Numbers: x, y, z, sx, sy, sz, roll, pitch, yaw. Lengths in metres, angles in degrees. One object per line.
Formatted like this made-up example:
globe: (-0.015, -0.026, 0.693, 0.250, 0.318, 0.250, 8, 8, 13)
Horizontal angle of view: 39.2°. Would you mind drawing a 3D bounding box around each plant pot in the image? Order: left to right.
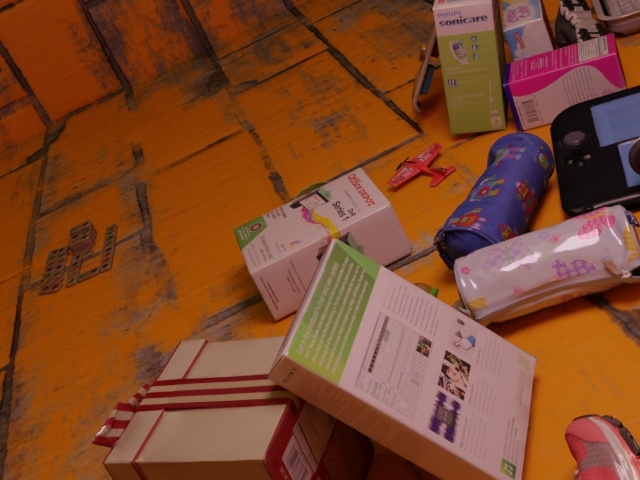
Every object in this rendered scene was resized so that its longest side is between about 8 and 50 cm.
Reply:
plant pot: (0.001, -0.064, 1.801, 0.083, 0.079, 0.083, -20, 29, 12)

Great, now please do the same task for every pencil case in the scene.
pencil case: (0.293, -0.056, 1.506, 0.133, 0.119, 0.306, -15, 28, 42)
pencil case: (0.332, 0.044, 1.308, 0.273, 0.113, 0.124, -18, 48, 14)

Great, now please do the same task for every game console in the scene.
game console: (0.594, -0.180, 1.531, 0.387, 0.060, 0.342, -16, 29, 20)

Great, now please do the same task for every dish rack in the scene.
dish rack: (0.764, -0.571, 2.045, 0.286, 0.072, 0.332, -15, 29, 18)

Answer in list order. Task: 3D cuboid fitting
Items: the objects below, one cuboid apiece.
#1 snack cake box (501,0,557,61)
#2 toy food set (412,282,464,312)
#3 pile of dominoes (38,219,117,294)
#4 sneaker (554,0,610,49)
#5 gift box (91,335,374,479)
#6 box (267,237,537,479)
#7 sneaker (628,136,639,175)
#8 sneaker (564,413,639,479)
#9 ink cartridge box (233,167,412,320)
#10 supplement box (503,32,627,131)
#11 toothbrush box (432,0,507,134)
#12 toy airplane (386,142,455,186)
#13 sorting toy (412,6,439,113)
snack cake box: (0.472, -0.464, 2.019, 0.089, 0.152, 0.264, -16, 29, 19)
toy food set: (0.127, 0.115, 1.434, 0.192, 0.038, 0.132, 0, 37, 40)
pile of dominoes: (-0.592, 0.033, 2.172, 0.196, 0.040, 0.251, -24, 27, 3)
sneaker: (0.573, -0.439, 1.978, 0.078, 0.106, 0.234, -2, 49, -11)
gift box: (-0.115, 0.278, 1.128, 0.258, 0.255, 0.276, -8, 27, 27)
box: (0.113, 0.158, 1.116, 0.058, 0.322, 0.232, -53, 7, 39)
sneaker: (0.586, -0.195, 1.441, 0.270, 0.090, 0.145, -26, 32, -3)
sneaker: (0.291, 0.295, 0.909, 0.136, 0.116, 0.314, -25, 28, 5)
ink cartridge box: (0.000, 0.000, 1.652, 0.278, 0.117, 0.201, -26, 28, -2)
supplement box: (0.489, -0.314, 1.791, 0.220, 0.111, 0.114, -12, 30, 23)
toothbrush box: (0.318, -0.394, 1.869, 0.122, 0.283, 0.206, -3, 35, 16)
toy airplane: (0.212, -0.146, 1.821, 0.151, 0.028, 0.151, -21, 29, 12)
sorting toy: (0.249, -0.417, 2.060, 0.041, 0.229, 0.307, 12, 15, 3)
